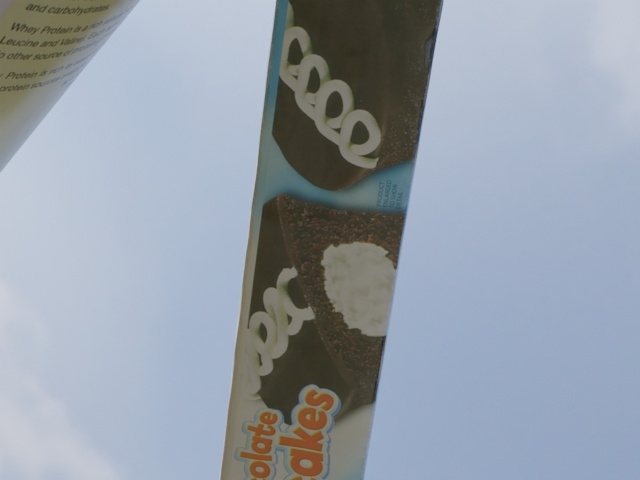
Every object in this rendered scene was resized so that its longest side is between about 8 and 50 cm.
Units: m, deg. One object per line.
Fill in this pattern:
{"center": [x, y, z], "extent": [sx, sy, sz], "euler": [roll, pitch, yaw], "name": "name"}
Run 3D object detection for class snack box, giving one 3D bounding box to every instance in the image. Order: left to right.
{"center": [0.000, 0.000, 0.746], "extent": [0.187, 0.060, 0.322], "euler": [-85, -178, -63], "name": "snack box"}

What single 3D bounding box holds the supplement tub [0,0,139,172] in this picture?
{"center": [-0.157, -0.159, 0.670], "extent": [0.325, 0.235, 0.235], "euler": [-45, -108, 31], "name": "supplement tub"}
